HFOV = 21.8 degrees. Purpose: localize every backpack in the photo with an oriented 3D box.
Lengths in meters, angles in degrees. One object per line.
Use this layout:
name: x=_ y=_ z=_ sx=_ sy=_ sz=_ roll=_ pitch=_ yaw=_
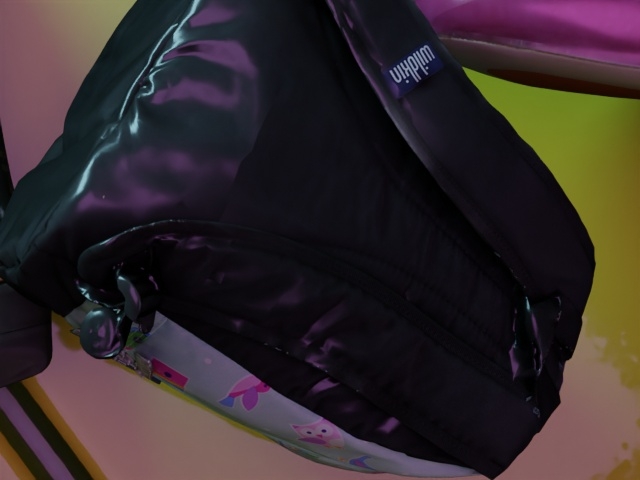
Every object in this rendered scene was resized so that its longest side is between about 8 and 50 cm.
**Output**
backpack: x=0.000 y=0.000 z=0.546 sx=0.182 sy=0.115 sz=0.152 roll=36 pitch=77 yaw=-22

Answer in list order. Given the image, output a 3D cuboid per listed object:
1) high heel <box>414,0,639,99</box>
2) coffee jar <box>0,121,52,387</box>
high heel: x=0.203 y=-0.142 z=0.601 sx=0.377 sy=0.127 sz=0.181 roll=-4 pitch=98 yaw=-25
coffee jar: x=-0.148 y=-0.035 z=0.556 sx=0.096 sy=0.079 sz=0.184 roll=-12 pitch=90 yaw=-11
